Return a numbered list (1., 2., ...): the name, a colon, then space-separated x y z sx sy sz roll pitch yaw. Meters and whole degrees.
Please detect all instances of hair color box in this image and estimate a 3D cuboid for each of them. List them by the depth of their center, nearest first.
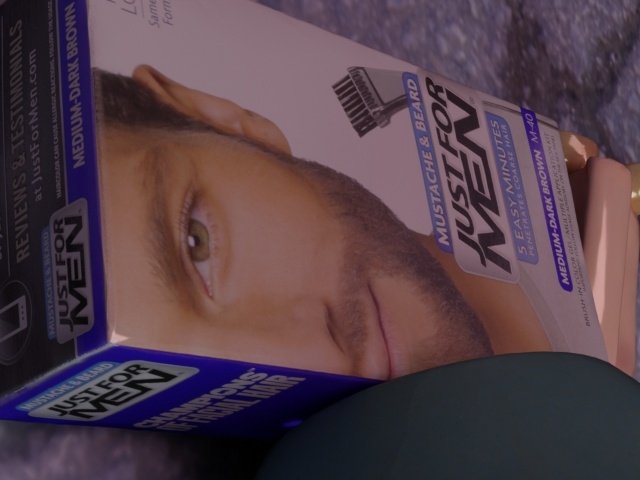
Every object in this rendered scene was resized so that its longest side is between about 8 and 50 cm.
1. hair color box: 0.000 0.000 0.617 0.338 0.110 0.185 12 61 -41

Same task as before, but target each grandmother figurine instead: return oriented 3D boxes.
1. grandmother figurine: 0.161 0.097 0.796 0.207 0.104 0.343 14 62 -14

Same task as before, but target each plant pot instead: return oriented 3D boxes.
1. plant pot: 0.085 0.191 0.549 0.293 0.293 0.235 17 50 -45
